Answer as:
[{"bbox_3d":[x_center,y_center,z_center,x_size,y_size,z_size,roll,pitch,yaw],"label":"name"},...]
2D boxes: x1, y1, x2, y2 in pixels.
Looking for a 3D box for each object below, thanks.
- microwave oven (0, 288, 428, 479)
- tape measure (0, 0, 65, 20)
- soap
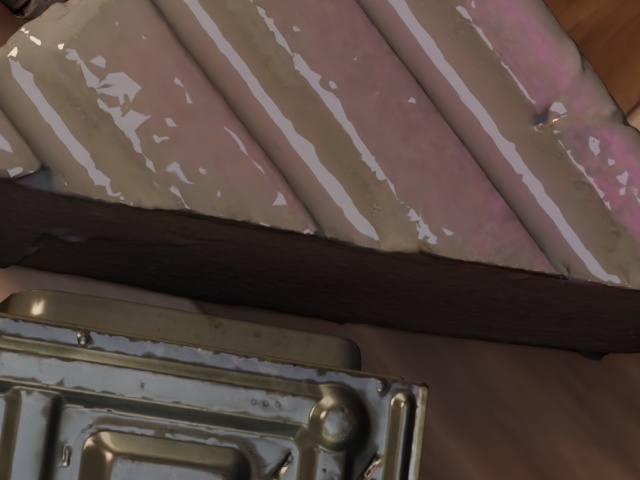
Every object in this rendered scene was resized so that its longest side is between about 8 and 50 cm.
[{"bbox_3d":[-0.094,0.116,0.813,0.240,0.145,0.194,10,81,-16],"label":"microwave oven"},{"bbox_3d":[-0.134,-0.209,0.860,0.197,0.120,0.236,27,79,-7],"label":"tape measure"},{"bbox_3d":[0.000,0.000,0.852,0.258,0.159,0.302,-40,93,-23],"label":"soap"}]
